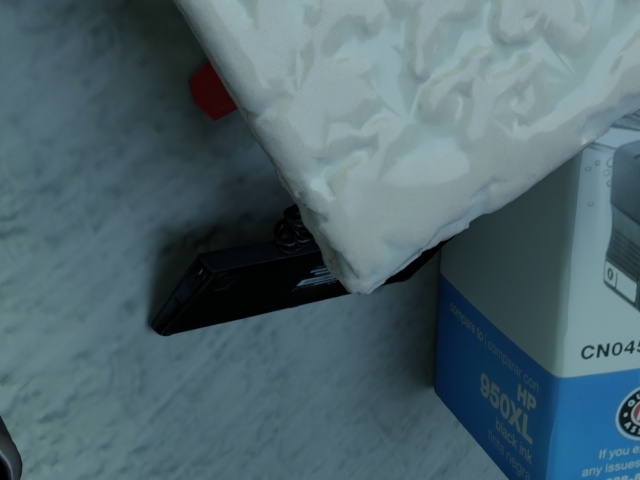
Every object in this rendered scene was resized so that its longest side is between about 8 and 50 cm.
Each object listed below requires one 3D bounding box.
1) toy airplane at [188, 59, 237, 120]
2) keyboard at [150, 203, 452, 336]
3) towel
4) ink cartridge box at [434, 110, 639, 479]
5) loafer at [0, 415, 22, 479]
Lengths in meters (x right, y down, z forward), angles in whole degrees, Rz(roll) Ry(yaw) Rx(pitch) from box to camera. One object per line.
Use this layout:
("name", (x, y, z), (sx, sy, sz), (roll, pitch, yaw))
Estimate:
("toy airplane", (0.002, -0.091, 0.626), (0.151, 0.028, 0.151), (-19, 120, -37))
("keyboard", (0.000, 0.000, 0.650), (0.192, 0.038, 0.100), (-11, 155, -43))
("towel", (0.076, -0.183, 0.474), (0.332, 0.053, 0.317), (-34, 119, -4))
("ink cartridge box", (0.234, -0.066, 0.702), (0.285, 0.166, 0.395), (-7, 113, -17))
("loafer", (-0.245, 0.080, 0.402), (0.302, 0.095, 0.109), (-4, 110, -44))
